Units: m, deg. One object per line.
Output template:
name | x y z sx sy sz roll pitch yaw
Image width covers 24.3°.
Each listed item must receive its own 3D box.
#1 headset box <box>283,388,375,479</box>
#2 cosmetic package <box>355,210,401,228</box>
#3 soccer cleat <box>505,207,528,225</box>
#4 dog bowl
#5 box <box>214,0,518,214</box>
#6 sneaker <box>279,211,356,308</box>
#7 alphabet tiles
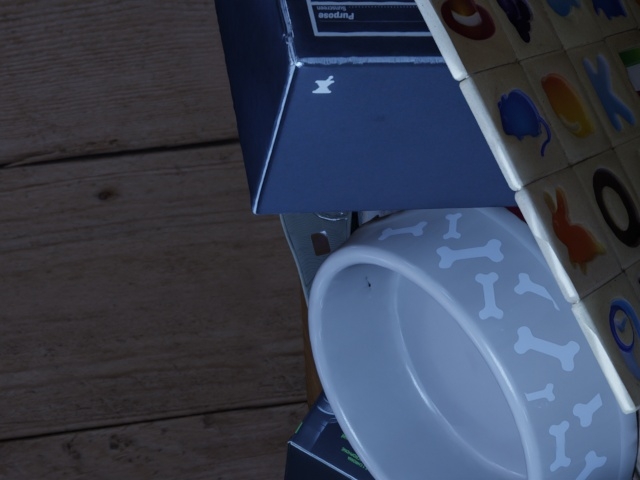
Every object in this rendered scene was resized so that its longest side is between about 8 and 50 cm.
headset box | 0.073 0.203 1.694 0.283 0.131 0.246 -57 -11 -23
cosmetic package | 0.085 -0.187 1.684 0.217 0.156 0.385 93 168 -60
soccer cleat | 0.162 0.047 1.433 0.143 0.116 0.331 -137 39 -63
dog bowl | 0.120 0.125 1.336 0.349 0.102 0.348 38 144 35
box | 0.080 -0.185 1.111 0.182 0.296 0.294 108 156 -52
sneaker | 0.000 0.000 1.657 0.118 0.083 0.222 89 174 -83
alphabet tiles | 0.163 -0.053 0.797 0.285 0.011 0.342 -23 -94 -55
